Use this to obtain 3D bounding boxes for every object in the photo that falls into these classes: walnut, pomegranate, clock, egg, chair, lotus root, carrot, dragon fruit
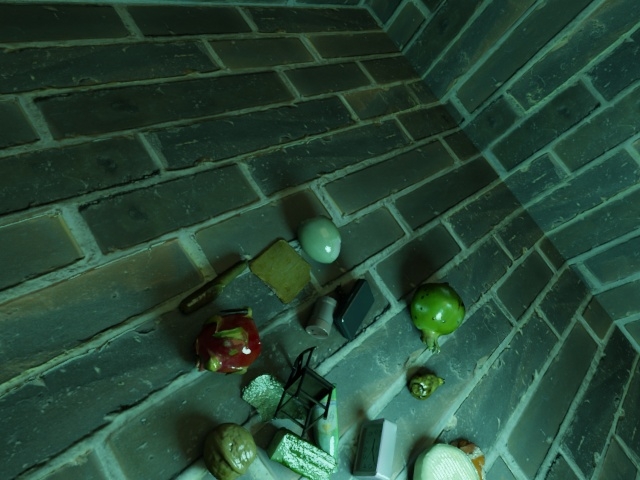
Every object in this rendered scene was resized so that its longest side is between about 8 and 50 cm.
[{"bbox_3d":[-0.282,0.647,1.256,0.167,0.149,0.166,1,67,-2],"label":"walnut"},{"bbox_3d":[0.534,0.349,1.884,0.261,0.260,0.340,19,67,-21],"label":"pomegranate"},{"bbox_3d":[0.197,0.758,1.477,0.063,0.150,0.197,32,51,-16],"label":"clock"},{"bbox_3d":[0.000,0.000,1.801,0.183,0.183,0.217,-19,88,-38],"label":"egg"},{"bbox_3d":[-0.046,0.516,1.411,0.141,0.154,0.260,38,25,-5],"label":"chair"},{"bbox_3d":[0.461,0.624,1.766,0.191,0.095,0.108,-1,86,-41],"label":"lotus root"},{"bbox_3d":[-0.384,0.164,1.539,0.070,0.070,0.342,48,48,2],"label":"carrot"},{"bbox_3d":[-0.315,0.347,1.382,0.227,0.224,0.223,-4,64,-21],"label":"dragon fruit"}]

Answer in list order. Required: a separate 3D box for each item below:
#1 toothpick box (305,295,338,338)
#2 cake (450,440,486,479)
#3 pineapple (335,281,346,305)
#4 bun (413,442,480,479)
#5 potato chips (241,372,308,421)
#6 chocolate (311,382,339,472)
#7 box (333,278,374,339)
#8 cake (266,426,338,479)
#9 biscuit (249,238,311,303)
[{"bbox_3d":[0.008,0.313,1.664,0.099,0.098,0.148,32,50,-11],"label":"toothpick box"},{"bbox_3d":[0.629,0.965,1.651,0.135,0.098,0.287,7,59,-28],"label":"cake"},{"bbox_3d":[0.097,0.250,1.788,0.058,0.058,0.124,-18,72,-38],"label":"pineapple"},{"bbox_3d":[0.469,0.925,1.547,0.288,0.146,0.287,14,54,-20],"label":"bun"},{"bbox_3d":[-0.153,0.567,1.436,0.228,0.059,0.167,44,41,11],"label":"potato chips"},{"bbox_3d":[0.019,0.667,1.461,0.110,0.110,0.290,8,62,-28],"label":"chocolate"},{"bbox_3d":[0.146,0.290,1.725,0.230,0.050,0.160,-53,137,-30],"label":"box"},{"bbox_3d":[-0.055,0.715,1.337,0.235,0.099,0.100,30,73,3],"label":"cake"},{"bbox_3d":[-0.156,0.125,1.735,0.232,0.013,0.237,45,50,0],"label":"biscuit"}]
